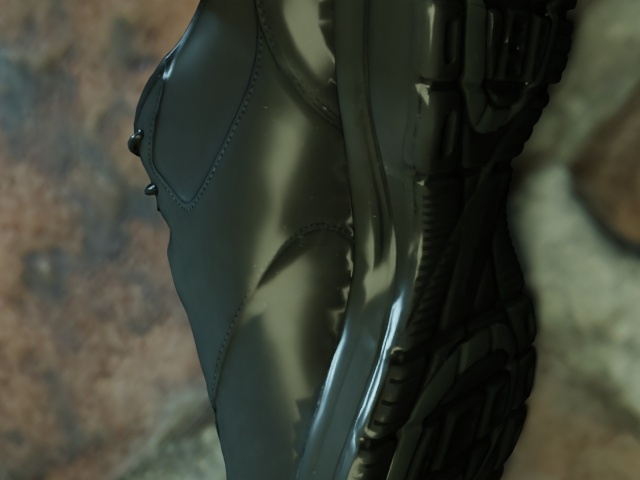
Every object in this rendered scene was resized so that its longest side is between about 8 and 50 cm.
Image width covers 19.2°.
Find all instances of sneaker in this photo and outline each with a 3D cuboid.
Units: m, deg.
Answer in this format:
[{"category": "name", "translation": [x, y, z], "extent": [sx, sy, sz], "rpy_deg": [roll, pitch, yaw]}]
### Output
[{"category": "sneaker", "translation": [0.000, 0.000, 0.611], "extent": [0.130, 0.109, 0.286], "rpy_deg": [17, 106, 31]}]
